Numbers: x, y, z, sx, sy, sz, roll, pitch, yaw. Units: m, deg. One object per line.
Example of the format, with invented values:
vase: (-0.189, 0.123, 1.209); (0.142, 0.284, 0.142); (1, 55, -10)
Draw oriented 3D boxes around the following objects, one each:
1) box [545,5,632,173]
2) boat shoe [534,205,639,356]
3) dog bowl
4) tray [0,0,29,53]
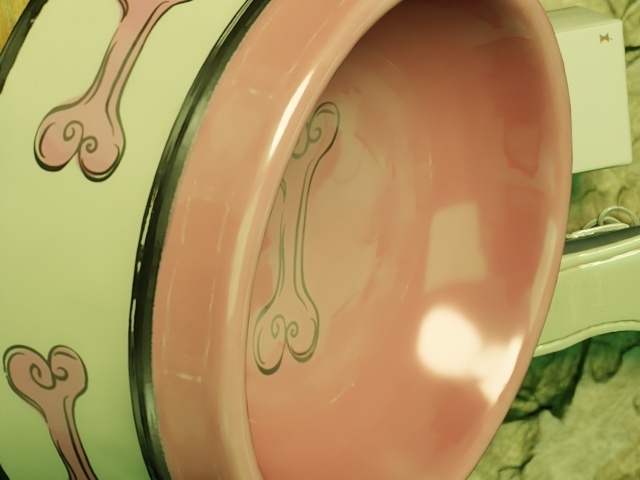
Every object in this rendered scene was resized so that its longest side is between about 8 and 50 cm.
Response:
box: (0.150, -0.100, 0.952); (0.102, 0.087, 0.101); (-11, 108, -8)
boat shoe: (0.215, 0.029, 1.010); (0.254, 0.079, 0.095); (-14, 111, -4)
dog bowl: (0.000, 0.000, 0.773); (0.408, 0.150, 0.408); (-29, 126, -49)
tray: (-0.161, -0.085, 0.832); (0.076, 0.203, 0.411); (-5, 108, -8)
